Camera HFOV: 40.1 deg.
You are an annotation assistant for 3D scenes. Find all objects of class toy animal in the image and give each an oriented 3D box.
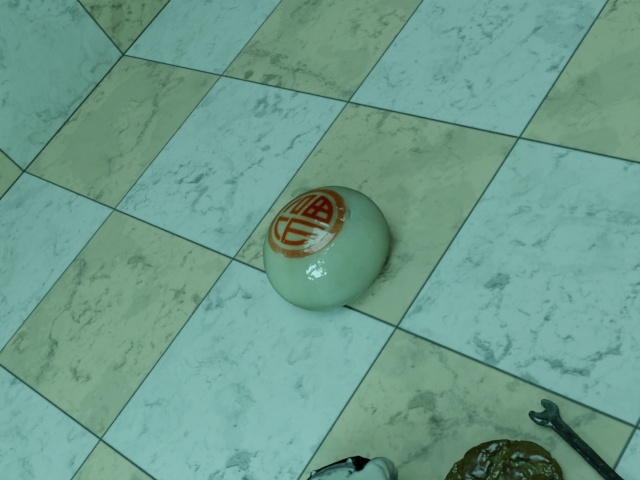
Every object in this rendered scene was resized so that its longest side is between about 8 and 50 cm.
[{"bbox_3d":[0.052,0.464,1.451,0.208,0.156,0.204,-27,47,22],"label":"toy animal"}]

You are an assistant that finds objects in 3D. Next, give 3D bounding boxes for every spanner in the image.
[{"bbox_3d":[0.427,0.342,1.401,0.054,0.015,0.254,-21,40,-21],"label":"spanner"}]

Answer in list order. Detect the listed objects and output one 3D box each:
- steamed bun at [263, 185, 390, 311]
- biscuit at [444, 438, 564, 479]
[{"bbox_3d":[0.000,0.000,1.841,0.283,0.177,0.283,-17,47,20],"label":"steamed bun"},{"bbox_3d":[0.290,0.420,1.416,0.226,0.042,0.225,-17,49,21],"label":"biscuit"}]
